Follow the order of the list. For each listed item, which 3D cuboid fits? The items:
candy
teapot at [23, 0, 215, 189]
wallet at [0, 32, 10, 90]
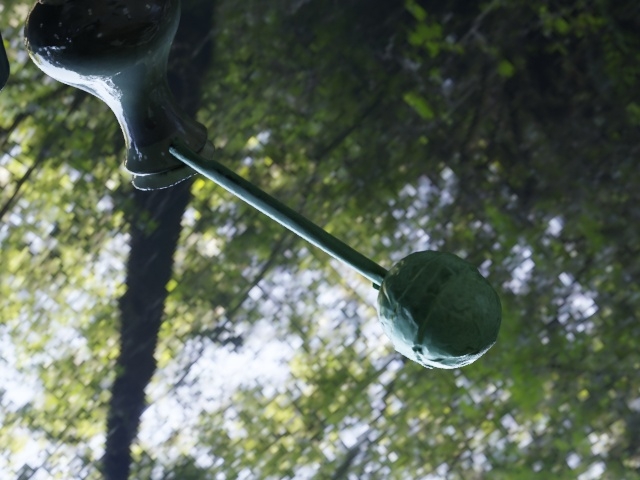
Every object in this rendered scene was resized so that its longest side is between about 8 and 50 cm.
[{"bbox_3d":[0.000,0.000,1.524,0.440,0.119,0.119,31,-145,26],"label":"candy"},{"bbox_3d":[-0.216,-0.188,1.625,0.251,0.183,0.183,65,-148,-31],"label":"teapot"},{"bbox_3d":[-0.355,-0.208,1.133,0.083,0.360,0.252,10,-133,19],"label":"wallet"}]
